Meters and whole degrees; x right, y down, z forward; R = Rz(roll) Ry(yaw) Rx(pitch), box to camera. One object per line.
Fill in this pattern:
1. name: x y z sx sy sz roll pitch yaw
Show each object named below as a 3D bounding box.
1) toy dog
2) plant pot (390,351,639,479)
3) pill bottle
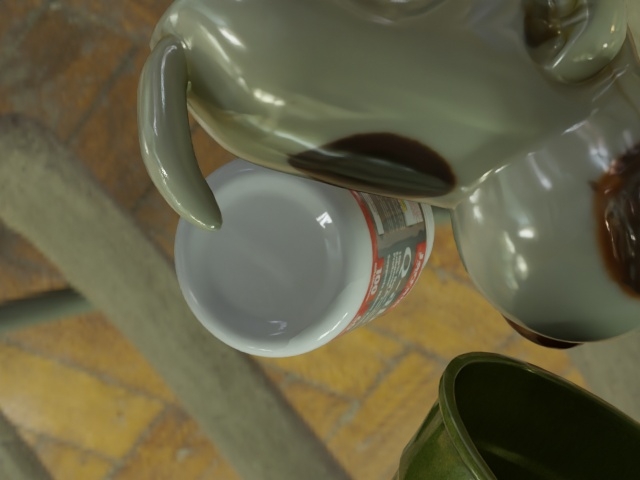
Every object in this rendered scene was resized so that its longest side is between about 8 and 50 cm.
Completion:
1. toy dog: 0.112 -0.104 1.229 0.408 0.395 0.284 39 143 -4
2. plant pot: 0.135 0.330 1.221 0.366 0.366 0.353 26 109 -29
3. pill bottle: 0.000 0.000 1.899 0.210 0.363 0.210 2 96 18
